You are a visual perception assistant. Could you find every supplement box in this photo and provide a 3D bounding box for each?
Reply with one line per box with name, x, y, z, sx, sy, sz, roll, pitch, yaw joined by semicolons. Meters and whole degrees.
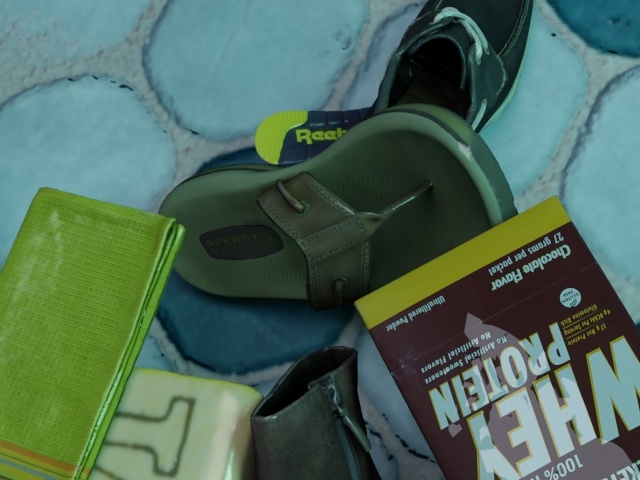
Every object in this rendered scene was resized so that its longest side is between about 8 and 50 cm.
supplement box;0.134;0.116;1.000;0.129;0.191;0.194;-28;64;0

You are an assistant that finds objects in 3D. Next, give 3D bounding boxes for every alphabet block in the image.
alphabet block;-0.124;0.191;1.038;0.193;0.192;0.197;9;70;16

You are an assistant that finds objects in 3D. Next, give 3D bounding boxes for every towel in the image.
towel;-0.162;0.084;0.977;0.102;0.021;0.237;15;71;19

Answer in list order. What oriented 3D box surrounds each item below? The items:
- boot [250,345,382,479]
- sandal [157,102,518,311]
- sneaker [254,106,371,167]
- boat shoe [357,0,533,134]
boot;-0.021;0.191;0.952;0.090;0.248;0.207;-4;108;24
sandal;0.000;0.001;1.076;0.303;0.120;0.086;-14;21;45
sneaker;0.026;-0.056;1.186;0.144;0.059;0.053;3;58;-5
boat shoe;0.088;-0.114;1.154;0.084;0.079;0.233;29;56;5
